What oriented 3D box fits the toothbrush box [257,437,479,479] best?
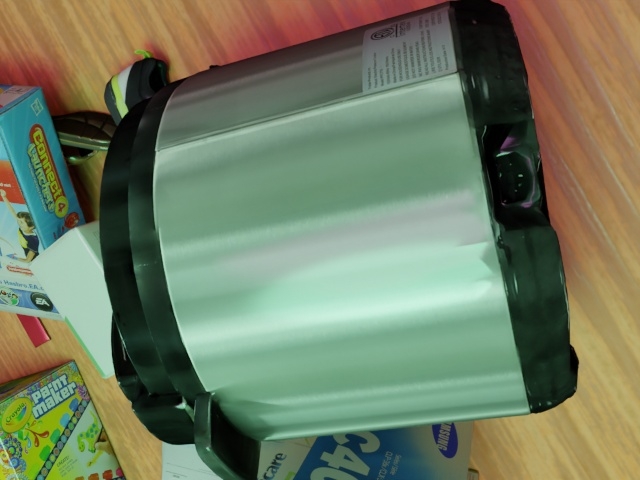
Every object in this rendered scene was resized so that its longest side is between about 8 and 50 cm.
[{"bbox_3d":[0.035,0.345,0.768,0.283,0.206,0.122,10,106,15],"label":"toothbrush box"}]

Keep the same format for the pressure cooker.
[{"bbox_3d":[-0.002,-0.005,0.614,0.420,0.370,0.376,-11,95,15],"label":"pressure cooker"}]

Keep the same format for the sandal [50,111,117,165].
[{"bbox_3d":[-0.342,-0.128,0.840,0.219,0.090,0.060,2,120,15],"label":"sandal"}]

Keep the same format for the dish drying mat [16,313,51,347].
[{"bbox_3d":[-0.438,0.119,0.964,0.032,0.008,0.083,-27,93,20],"label":"dish drying mat"}]

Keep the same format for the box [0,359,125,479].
[{"bbox_3d":[-0.472,0.366,0.942,0.289,0.177,0.279,-19,95,20],"label":"box"}]

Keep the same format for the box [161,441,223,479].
[{"bbox_3d":[-0.152,0.284,0.900,0.145,0.038,0.186,8,104,15],"label":"box"}]

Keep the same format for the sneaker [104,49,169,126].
[{"bbox_3d":[-0.178,-0.127,0.789,0.097,0.084,0.235,-32,92,19],"label":"sneaker"}]

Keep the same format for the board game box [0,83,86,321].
[{"bbox_3d":[-0.470,-0.051,0.836,0.308,0.086,0.302,7,126,15],"label":"board game box"}]

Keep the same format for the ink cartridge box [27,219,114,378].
[{"bbox_3d":[-0.212,0.044,0.771,0.093,0.212,0.154,-33,93,24],"label":"ink cartridge box"}]

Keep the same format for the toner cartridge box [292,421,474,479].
[{"bbox_3d":[0.062,0.264,0.665,0.165,0.348,0.075,17,106,12],"label":"toner cartridge box"}]
